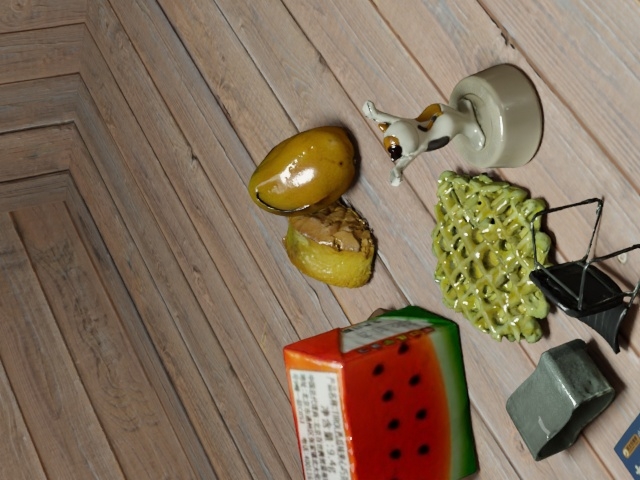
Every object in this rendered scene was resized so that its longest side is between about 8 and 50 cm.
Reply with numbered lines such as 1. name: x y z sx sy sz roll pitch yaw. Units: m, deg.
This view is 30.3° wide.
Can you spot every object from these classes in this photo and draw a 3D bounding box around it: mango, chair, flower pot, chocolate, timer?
1. mango: -0.038 -0.138 2.455 0.136 0.236 0.166 22 -129 -71
2. chair: 0.400 0.070 1.812 0.140 0.145 0.221 47 142 45
3. flower pot: 0.393 0.266 1.956 0.108 0.103 0.229 62 150 27
4. chocolate: 0.125 0.335 2.250 0.161 0.341 0.360 0 102 52
5. timer: 0.205 -0.183 1.928 0.175 0.266 0.175 35 132 52

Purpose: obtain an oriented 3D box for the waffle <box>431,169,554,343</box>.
1. waffle: 0.292 0.030 2.072 0.317 0.073 0.297 27 125 56

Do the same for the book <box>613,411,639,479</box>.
1. book: 0.573 0.383 1.763 0.322 0.018 0.228 58 147 31

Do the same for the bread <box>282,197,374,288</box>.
1. bread: -0.002 -0.004 2.533 0.260 0.147 0.160 47 138 44

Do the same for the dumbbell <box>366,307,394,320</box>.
1. dumbbell: 0.102 0.218 2.504 0.231 0.092 0.082 130 149 -58
